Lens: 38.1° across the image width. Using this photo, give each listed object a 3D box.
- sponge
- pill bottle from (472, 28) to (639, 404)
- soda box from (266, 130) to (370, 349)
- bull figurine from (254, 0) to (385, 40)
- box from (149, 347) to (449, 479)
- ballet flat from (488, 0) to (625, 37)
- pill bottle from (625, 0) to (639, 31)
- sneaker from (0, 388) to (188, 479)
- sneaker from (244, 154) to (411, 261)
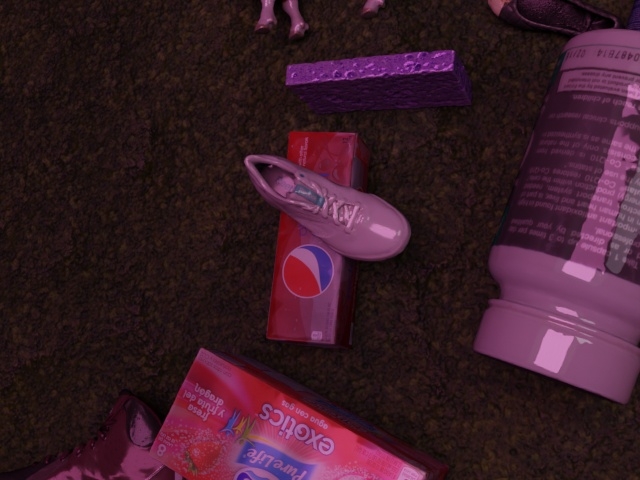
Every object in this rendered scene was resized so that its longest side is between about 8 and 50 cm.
[{"bbox_3d":[0.075,-0.194,1.150,0.210,0.117,0.031,-1,78,19],"label":"sponge"},{"bbox_3d":[0.302,-0.022,0.996,0.204,0.204,0.361,19,85,21],"label":"pill bottle"},{"bbox_3d":[0.000,0.000,1.155,0.092,0.083,0.263,3,80,18],"label":"soda box"},{"bbox_3d":[-0.024,-0.373,1.229,0.310,0.101,0.188,-16,79,17],"label":"bull figurine"},{"bbox_3d":[-0.022,0.255,1.077,0.300,0.154,0.142,26,89,20],"label":"box"},{"bbox_3d":[0.288,-0.282,1.133,0.173,0.049,0.057,20,85,21],"label":"ballet flat"},{"bbox_3d":[0.390,-0.242,1.082,0.067,0.067,0.120,18,85,20],"label":"pill bottle"},{"bbox_3d":[-0.295,0.273,1.200,0.281,0.106,0.162,1,75,8],"label":"sneaker"},{"bbox_3d":[0.001,-0.041,1.068,0.212,0.094,0.080,25,86,20],"label":"sneaker"}]
